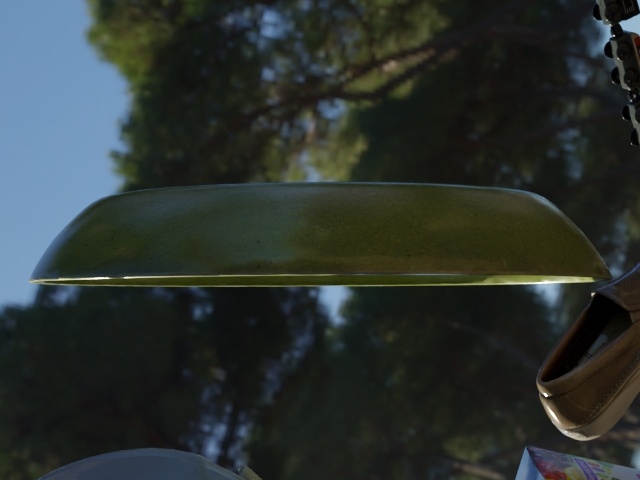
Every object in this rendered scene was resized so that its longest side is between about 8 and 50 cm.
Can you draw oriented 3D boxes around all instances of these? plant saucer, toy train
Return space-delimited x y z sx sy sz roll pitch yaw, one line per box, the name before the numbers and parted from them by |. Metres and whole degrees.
plant saucer | 0.000 0.000 0.688 0.241 0.241 0.037 6 -96 -71
toy train | 0.241 -0.137 1.266 0.036 0.027 0.158 -25 -71 -15

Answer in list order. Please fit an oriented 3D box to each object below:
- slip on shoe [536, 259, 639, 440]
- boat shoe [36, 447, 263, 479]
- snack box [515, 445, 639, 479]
slip on shoe | 0.155 0.036 0.823 0.135 0.051 0.041 -49 -58 -12
boat shoe | 0.014 0.195 0.814 0.156 0.367 0.136 54 -136 -51
snack box | 0.229 0.261 1.215 0.070 0.207 0.174 -110 35 -74
